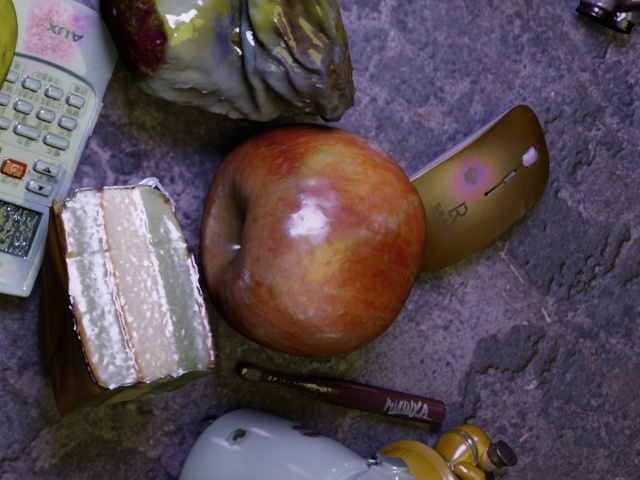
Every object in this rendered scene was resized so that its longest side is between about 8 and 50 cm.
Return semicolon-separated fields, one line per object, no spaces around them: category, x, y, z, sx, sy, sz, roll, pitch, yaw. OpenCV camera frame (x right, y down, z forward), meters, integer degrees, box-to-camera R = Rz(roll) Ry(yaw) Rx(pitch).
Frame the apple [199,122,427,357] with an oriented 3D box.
apple;0.000;0.000;1.221;0.301;0.301;0.301;-8;107;-28

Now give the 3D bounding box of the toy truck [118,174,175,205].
toy truck;-0.242;-0.034;1.210;0.123;0.052;0.063;-34;111;-16

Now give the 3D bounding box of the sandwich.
sandwich;-0.246;0.074;1.172;0.155;0.198;0.227;-7;77;-30

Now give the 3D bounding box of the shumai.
shumai;-0.112;-0.260;1.147;0.263;0.304;0.309;-15;82;-1

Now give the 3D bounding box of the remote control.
remote control;-0.343;-0.112;1.134;0.145;0.050;0.344;18;94;-32

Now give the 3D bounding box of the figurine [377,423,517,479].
figurine;0.158;0.366;1.481;0.257;0.192;0.167;-35;92;-43

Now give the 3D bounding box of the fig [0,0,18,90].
fig;-0.435;-0.166;0.955;0.326;0.258;0.258;-47;122;-30

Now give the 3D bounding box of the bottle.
bottle;0.008;0.349;1.259;0.229;0.352;0.229;-10;103;-47

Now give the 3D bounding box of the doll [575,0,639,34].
doll;0.471;-0.439;1.470;0.182;0.117;0.257;16;95;-33

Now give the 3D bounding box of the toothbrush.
toothbrush;0.037;0.222;1.444;0.364;0.041;0.041;16;94;-31

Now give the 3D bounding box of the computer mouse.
computer mouse;0.222;-0.076;1.453;0.310;0.072;0.158;-34;119;-19
